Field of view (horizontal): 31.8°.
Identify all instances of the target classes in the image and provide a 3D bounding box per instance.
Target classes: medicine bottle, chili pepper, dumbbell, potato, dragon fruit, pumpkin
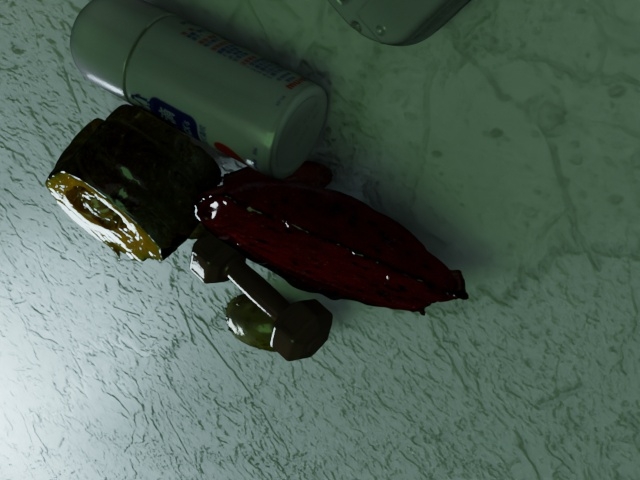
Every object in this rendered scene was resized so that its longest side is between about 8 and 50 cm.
[{"bbox_3d":[-0.165,-0.204,1.406,0.341,0.130,0.130,29,137,18],"label":"medicine bottle"},{"bbox_3d":[-0.048,-0.070,1.474,0.169,0.065,0.088,-15,113,42],"label":"chili pepper"},{"bbox_3d":[-0.084,0.072,1.571,0.231,0.092,0.082,42,172,23],"label":"dumbbell"},{"bbox_3d":[-0.080,0.125,1.647,0.138,0.070,0.091,18,155,33],"label":"potato"},{"bbox_3d":[0.000,0.000,1.418,0.344,0.100,0.282,22,161,-12],"label":"dragon fruit"},{"bbox_3d":[-0.240,-0.063,1.512,0.222,0.139,0.317,42,160,-16],"label":"pumpkin"}]

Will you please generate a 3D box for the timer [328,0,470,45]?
[{"bbox_3d":[0.072,-0.331,1.137,0.237,0.087,0.262,48,139,-3],"label":"timer"}]
